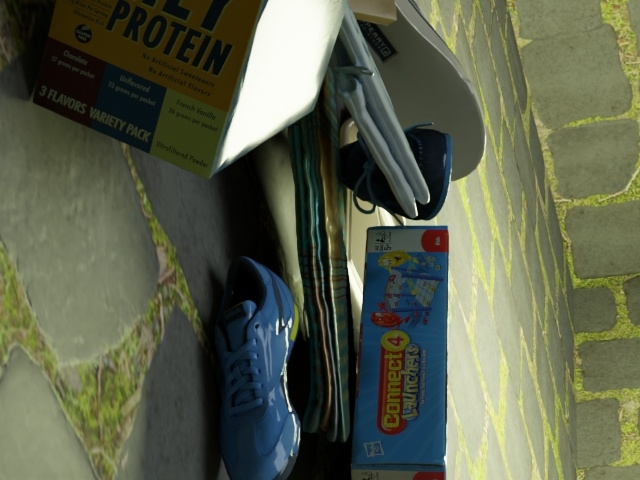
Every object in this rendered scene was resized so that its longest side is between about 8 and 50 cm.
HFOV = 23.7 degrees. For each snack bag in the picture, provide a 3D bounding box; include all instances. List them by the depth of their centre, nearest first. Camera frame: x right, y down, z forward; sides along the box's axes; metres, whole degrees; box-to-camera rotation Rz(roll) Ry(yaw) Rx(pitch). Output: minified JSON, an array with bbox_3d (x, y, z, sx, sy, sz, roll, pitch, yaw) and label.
[{"bbox_3d":[-0.004,-0.231,1.352,0.342,0.037,0.323,61,8,-47],"label":"snack bag"}]

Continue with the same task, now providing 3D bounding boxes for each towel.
[{"bbox_3d":[0.000,0.000,1.447,0.271,0.040,0.370,44,41,-84],"label":"towel"}]

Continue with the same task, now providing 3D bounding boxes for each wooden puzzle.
[{"bbox_3d":[0.047,0.013,1.757,0.221,0.044,0.238,64,26,-48],"label":"wooden puzzle"}]

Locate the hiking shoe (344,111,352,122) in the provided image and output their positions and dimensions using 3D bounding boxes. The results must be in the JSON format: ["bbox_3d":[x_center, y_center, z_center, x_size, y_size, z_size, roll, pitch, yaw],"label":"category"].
[{"bbox_3d":[0.075,-0.163,1.913,0.114,0.086,0.226,77,22,-48],"label":"hiking shoe"}]

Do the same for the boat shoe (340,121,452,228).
[{"bbox_3d":[0.065,-0.063,1.560,0.258,0.089,0.109,159,-61,-76],"label":"boat shoe"}]

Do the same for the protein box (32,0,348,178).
[{"bbox_3d":[-0.068,-0.178,1.035,0.201,0.136,0.199,-42,153,-64],"label":"protein box"}]

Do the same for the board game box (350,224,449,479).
[{"bbox_3d":[0.086,0.197,1.547,0.302,0.086,0.308,-84,173,-45],"label":"board game box"}]

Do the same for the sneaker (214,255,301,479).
[{"bbox_3d":[-0.060,0.106,1.239,0.082,0.069,0.209,55,26,-44],"label":"sneaker"}]

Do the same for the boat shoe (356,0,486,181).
[{"bbox_3d":[0.088,-0.237,1.788,0.340,0.127,0.158,56,20,-23],"label":"boat shoe"}]

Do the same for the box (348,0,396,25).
[{"bbox_3d":[-0.005,-0.317,1.598,0.201,0.021,0.164,3,76,-44],"label":"box"}]
